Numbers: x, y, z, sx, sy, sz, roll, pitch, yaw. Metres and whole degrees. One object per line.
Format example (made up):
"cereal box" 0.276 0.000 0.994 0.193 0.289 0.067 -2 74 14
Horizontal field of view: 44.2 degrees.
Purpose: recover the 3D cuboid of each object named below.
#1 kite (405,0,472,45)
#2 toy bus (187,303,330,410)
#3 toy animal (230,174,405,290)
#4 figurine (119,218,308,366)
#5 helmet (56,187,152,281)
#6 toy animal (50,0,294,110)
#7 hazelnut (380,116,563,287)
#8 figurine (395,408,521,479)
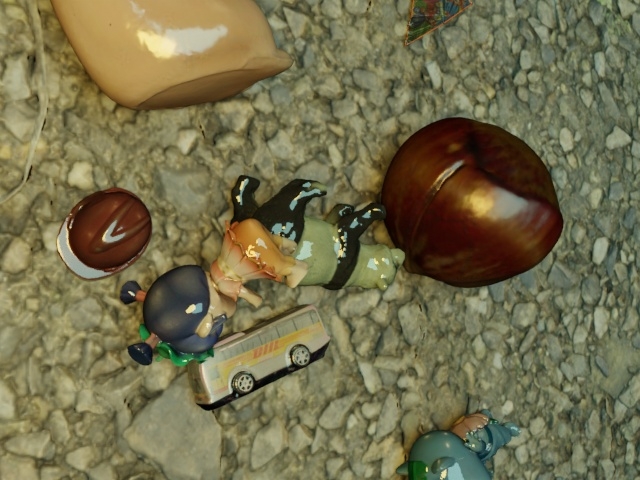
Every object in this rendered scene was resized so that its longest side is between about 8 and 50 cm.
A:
"kite" 0.148 -0.354 1.102 0.159 0.010 0.190 13 79 -27
"toy bus" -0.072 0.133 0.919 0.172 0.057 0.072 -22 92 -30
"toy animal" 0.000 0.000 0.947 0.225 0.094 0.121 15 81 -29
"figurine" -0.120 0.051 0.841 0.195 0.111 0.102 -44 126 7
"helmet" -0.221 -0.008 0.839 0.111 0.057 0.089 -47 112 -24
"toy animal" -0.169 -0.259 0.810 0.213 0.195 0.256 -31 100 -36
"hazelnut" 0.184 -0.042 1.007 0.229 0.229 0.229 2 86 -30
"figurine" 0.196 0.301 1.042 0.178 0.114 0.144 -28 103 -37
